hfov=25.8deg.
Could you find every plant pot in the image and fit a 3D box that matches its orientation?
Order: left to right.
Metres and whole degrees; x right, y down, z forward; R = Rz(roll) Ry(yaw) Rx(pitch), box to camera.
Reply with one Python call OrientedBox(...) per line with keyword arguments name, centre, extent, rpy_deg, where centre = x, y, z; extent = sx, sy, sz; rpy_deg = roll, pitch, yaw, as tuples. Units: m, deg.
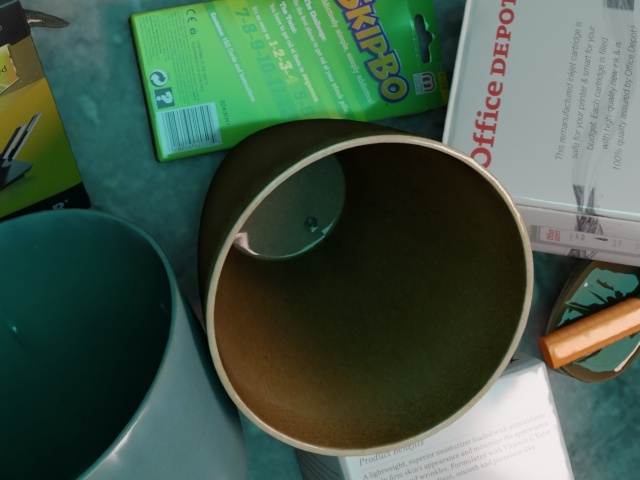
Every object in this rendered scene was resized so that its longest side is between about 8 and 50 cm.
OrientedBox(name="plant pot", centre=(-0.186, 0.162, 1.025), extent=(0.293, 0.293, 0.235), rpy_deg=(-39, 132, -10))
OrientedBox(name="plant pot", centre=(0.000, 0.000, 1.068), extent=(0.237, 0.254, 0.237), rpy_deg=(-7, 112, -17))

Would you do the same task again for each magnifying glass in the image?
OrientedBox(name="magnifying glass", centre=(0.291, 0.050, 1.175), extent=(0.231, 0.026, 0.092), rpy_deg=(-23, 100, -11))

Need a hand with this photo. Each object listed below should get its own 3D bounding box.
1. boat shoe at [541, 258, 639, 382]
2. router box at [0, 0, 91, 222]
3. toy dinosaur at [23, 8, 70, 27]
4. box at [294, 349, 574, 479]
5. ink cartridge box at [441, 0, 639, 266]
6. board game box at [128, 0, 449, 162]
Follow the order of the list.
OrientedBox(name="boat shoe", centre=(0.298, -0.005, 1.241), extent=(0.109, 0.098, 0.302), rpy_deg=(37, 85, -1))
OrientedBox(name="router box", centre=(-0.340, -0.054, 1.001), extent=(0.309, 0.243, 0.081), rpy_deg=(-26, 58, -12))
OrientedBox(name="toy dinosaur", centre=(-0.355, -0.140, 1.072), extent=(0.313, 0.121, 0.160), rpy_deg=(-5, 105, -19))
OrientedBox(name="box", centre=(0.082, 0.165, 1.145), extent=(0.181, 0.182, 0.119), rpy_deg=(-17, 98, -13))
OrientedBox(name="ink cartridge box", centre=(0.248, -0.094, 1.141), extent=(0.283, 0.117, 0.207), rpy_deg=(9, 72, 8))
OrientedBox(name="board game box", centre=(-0.023, -0.150, 1.182), extent=(0.259, 0.039, 0.124), rpy_deg=(-12, 96, -11))
